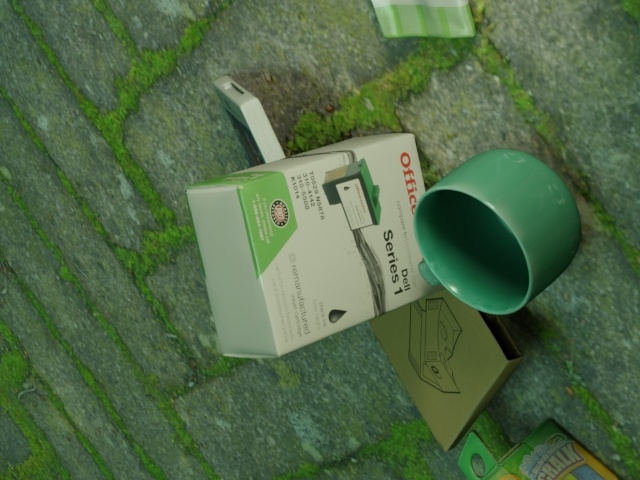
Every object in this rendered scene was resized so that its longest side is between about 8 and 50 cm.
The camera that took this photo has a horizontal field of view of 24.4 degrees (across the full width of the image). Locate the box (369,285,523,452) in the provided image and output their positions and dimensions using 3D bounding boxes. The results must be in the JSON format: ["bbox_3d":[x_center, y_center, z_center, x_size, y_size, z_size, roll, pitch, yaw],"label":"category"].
[{"bbox_3d":[0.120,0.097,1.463,0.164,0.021,0.201,61,152,23],"label":"box"}]

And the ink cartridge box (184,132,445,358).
[{"bbox_3d":[0.000,0.000,1.359,0.092,0.219,0.160,-2,104,50],"label":"ink cartridge box"}]

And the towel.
[{"bbox_3d":[0.069,-0.240,1.253,0.113,0.023,0.152,10,128,49],"label":"towel"}]

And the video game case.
[{"bbox_3d":[-0.047,-0.063,1.493,0.201,0.023,0.183,65,174,-17],"label":"video game case"}]

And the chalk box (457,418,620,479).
[{"bbox_3d":[0.212,0.279,1.457,0.213,0.132,0.132,40,145,21],"label":"chalk box"}]

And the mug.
[{"bbox_3d":[0.151,-0.017,1.289,0.157,0.097,0.129,15,132,45],"label":"mug"}]
